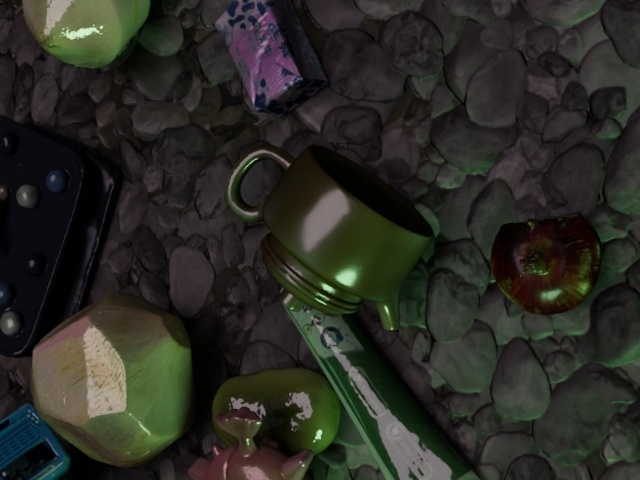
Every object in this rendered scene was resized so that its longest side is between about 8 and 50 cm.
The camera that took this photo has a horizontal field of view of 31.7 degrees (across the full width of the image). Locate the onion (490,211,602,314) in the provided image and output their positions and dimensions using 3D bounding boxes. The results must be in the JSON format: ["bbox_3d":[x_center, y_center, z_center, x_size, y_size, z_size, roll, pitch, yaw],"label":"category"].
[{"bbox_3d":[0.241,0.025,1.201,0.117,0.118,0.119,-5,83,30],"label":"onion"}]

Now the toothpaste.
[{"bbox_3d":[0.050,0.163,1.353,0.098,0.061,0.392,-38,67,7],"label":"toothpaste"}]

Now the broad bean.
[{"bbox_3d":[-0.060,0.220,1.407,0.174,0.082,0.124,0,93,34],"label":"broad bean"}]

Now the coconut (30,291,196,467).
[{"bbox_3d":[-0.256,0.180,1.477,0.236,0.197,0.237,-8,75,33],"label":"coconut"}]

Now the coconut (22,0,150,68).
[{"bbox_3d":[-0.332,-0.321,1.578,0.170,0.171,0.183,1,46,35],"label":"coconut"}]

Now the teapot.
[{"bbox_3d":[0.000,0.000,1.313,0.267,0.185,0.175,37,103,6],"label":"teapot"}]

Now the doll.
[{"bbox_3d":[-0.068,0.311,1.360,0.211,0.093,0.262,-2,118,33],"label":"doll"}]

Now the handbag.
[{"bbox_3d":[-0.455,-0.008,1.684,0.269,0.118,0.326,23,97,34],"label":"handbag"}]

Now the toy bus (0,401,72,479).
[{"bbox_3d":[-0.410,0.330,1.556,0.134,0.113,0.246,46,151,17],"label":"toy bus"}]

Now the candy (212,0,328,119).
[{"bbox_3d":[-0.066,-0.245,1.458,0.092,0.073,0.160,-35,68,29],"label":"candy"}]
